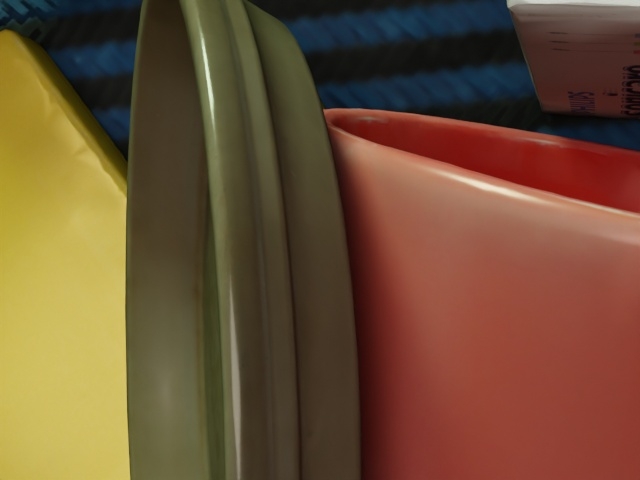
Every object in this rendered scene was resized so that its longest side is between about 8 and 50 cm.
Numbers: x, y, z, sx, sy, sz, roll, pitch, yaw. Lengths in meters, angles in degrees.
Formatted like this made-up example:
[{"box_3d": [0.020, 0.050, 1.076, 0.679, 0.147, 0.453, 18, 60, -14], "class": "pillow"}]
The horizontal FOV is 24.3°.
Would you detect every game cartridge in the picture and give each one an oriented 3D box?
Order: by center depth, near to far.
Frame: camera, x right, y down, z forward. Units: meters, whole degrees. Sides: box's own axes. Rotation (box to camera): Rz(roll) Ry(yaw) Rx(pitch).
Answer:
[{"box_3d": [-0.187, 0.097, 0.649, 0.324, 0.053, 0.285, -37, 80, 4], "class": "game cartridge"}]

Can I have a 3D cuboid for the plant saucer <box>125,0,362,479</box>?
[{"box_3d": [-0.033, 0.047, 0.473, 0.041, 0.278, 0.278, -2, 86, -12], "class": "plant saucer"}]

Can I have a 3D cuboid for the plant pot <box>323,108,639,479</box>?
[{"box_3d": [0.103, 0.098, 0.489, 0.275, 0.275, 0.243, 13, 99, 12], "class": "plant pot"}]

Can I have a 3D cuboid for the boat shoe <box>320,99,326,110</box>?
[{"box_3d": [0.000, 0.000, 0.612, 0.045, 0.050, 0.135, -18, 83, 4], "class": "boat shoe"}]

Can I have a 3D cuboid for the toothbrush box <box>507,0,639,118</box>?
[{"box_3d": [0.136, -0.195, 0.518, 0.122, 0.206, 0.283, 4, 87, 11], "class": "toothbrush box"}]
